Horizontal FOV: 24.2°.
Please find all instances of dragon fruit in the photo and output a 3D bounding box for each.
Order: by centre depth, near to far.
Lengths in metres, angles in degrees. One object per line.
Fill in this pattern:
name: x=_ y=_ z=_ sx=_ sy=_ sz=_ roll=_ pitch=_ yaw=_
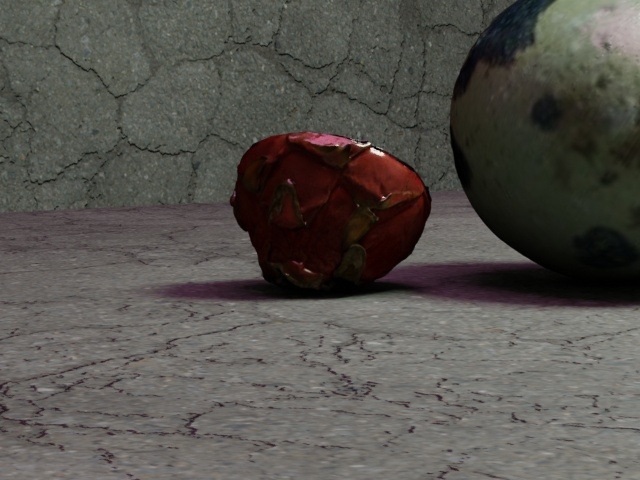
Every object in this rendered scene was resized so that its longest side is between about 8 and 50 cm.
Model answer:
dragon fruit: x=0.001 y=-0.002 z=1.587 sx=0.223 sy=0.148 sz=0.218 roll=-8 pitch=-32 yaw=37

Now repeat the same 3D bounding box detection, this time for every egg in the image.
egg: x=0.319 y=-0.121 z=1.641 sx=0.345 sy=0.345 sz=0.428 roll=-1 pitch=17 yaw=-7
